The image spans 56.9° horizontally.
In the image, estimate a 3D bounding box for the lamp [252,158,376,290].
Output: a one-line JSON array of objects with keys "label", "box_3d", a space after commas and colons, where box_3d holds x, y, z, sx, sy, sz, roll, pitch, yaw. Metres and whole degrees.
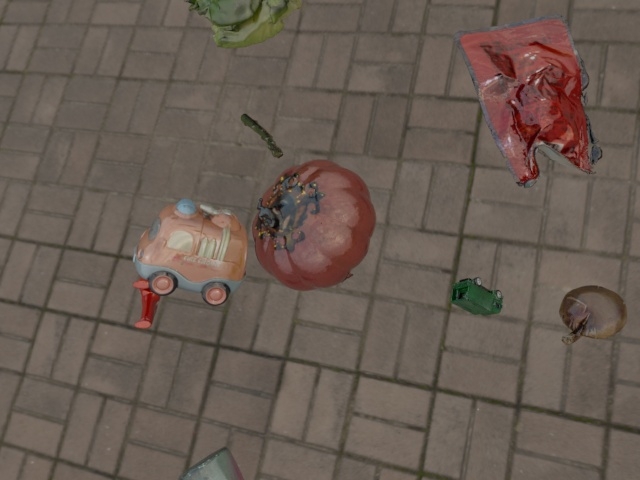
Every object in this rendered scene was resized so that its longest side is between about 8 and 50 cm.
[{"label": "lamp", "box_3d": [-0.016, -0.024, 0.787, 0.182, 0.140, 0.182, -16, 60, 31]}]

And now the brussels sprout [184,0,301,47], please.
[{"label": "brussels sprout", "box_3d": [-0.123, -0.389, 0.951, 0.180, 0.100, 0.139, -18, 69, 3]}]

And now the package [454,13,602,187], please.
[{"label": "package", "box_3d": [0.327, -0.216, 0.898, 0.193, 0.071, 0.270, -9, 84, -17]}]

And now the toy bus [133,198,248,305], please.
[{"label": "toy bus", "box_3d": [-0.314, 0.017, 1.497, 0.287, 0.194, 0.232, 16, 112, -19]}]

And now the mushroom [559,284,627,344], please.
[{"label": "mushroom", "box_3d": [0.590, 0.165, 1.299, 0.170, 0.080, 0.135, -45, 43, -12]}]

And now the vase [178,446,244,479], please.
[{"label": "vase", "box_3d": [-0.124, 0.423, 0.876, 0.086, 0.086, 0.214, -33, 81, 4]}]

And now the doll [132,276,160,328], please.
[{"label": "doll", "box_3d": [-0.555, 0.153, 1.929, 0.099, 0.384, 0.189, 0, 99, -7]}]

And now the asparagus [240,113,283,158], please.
[{"label": "asparagus", "box_3d": [-0.070, -0.127, 0.720, 0.163, 0.016, 0.016, -128, 47, -54]}]

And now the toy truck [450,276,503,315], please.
[{"label": "toy truck", "box_3d": [0.425, 0.153, 1.587, 0.065, 0.147, 0.079, -22, 49, 51]}]
